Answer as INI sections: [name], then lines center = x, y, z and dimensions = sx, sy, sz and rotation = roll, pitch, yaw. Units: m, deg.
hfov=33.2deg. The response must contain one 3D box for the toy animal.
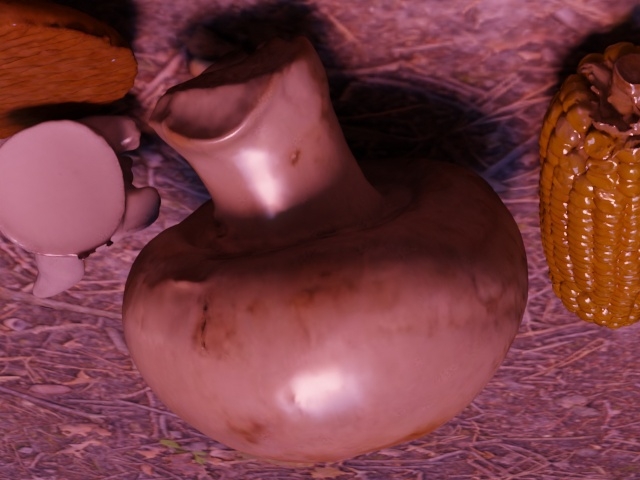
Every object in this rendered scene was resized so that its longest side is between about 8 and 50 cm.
[toy animal]
center = -0.198, -0.030, 0.864
dimensions = 0.103, 0.131, 0.221
rotation = 56, 165, -3

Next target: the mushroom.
[mushroom]
center = 0.000, 0.000, 0.770
dimensions = 0.298, 0.297, 0.289
rotation = -5, 112, 15

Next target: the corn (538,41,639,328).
[corn]
center = 0.221, -0.028, 0.805
dimensions = 0.119, 0.119, 0.321
rotation = -2, 146, 10

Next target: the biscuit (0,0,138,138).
[biscuit]
center = -0.253, -0.112, 0.722
dimensions = 0.262, 0.037, 0.262
rotation = -9, 171, -1
